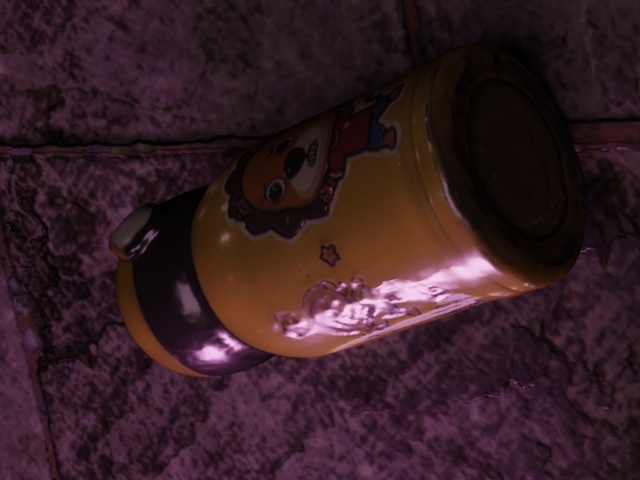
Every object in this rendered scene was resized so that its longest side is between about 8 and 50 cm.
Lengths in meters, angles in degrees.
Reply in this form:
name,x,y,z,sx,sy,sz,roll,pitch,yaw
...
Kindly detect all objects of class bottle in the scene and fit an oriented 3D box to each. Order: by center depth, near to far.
name,x,y,z,sx,sy,sz,roll,pitch,yaw
bottle,0.000,0.000,1.346,0.351,0.171,0.171,-22,97,35
